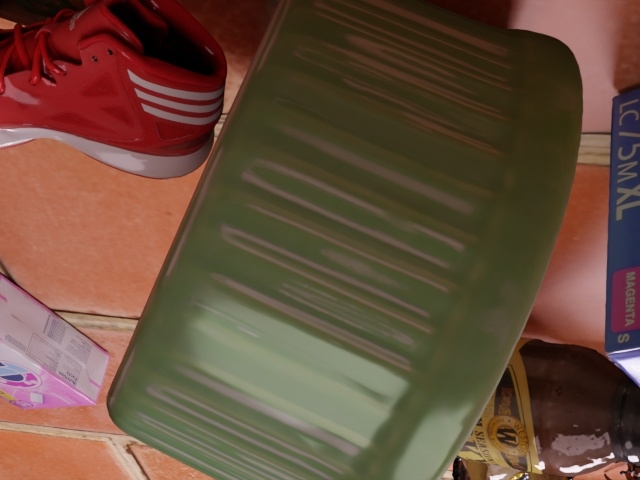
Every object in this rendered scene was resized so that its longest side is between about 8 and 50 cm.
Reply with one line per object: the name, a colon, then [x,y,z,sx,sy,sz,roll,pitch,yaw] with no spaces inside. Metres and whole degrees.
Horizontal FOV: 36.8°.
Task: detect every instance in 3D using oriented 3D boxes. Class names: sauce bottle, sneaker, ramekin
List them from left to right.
sneaker: [-0.155,-0.106,0.514,0.221,0.087,0.128,6,153,-17]
ramekin: [0.000,0.000,0.533,0.148,0.304,0.303,24,146,-7]
sauce bottle: [0.163,0.132,0.791,0.344,0.111,0.111,-1,148,40]

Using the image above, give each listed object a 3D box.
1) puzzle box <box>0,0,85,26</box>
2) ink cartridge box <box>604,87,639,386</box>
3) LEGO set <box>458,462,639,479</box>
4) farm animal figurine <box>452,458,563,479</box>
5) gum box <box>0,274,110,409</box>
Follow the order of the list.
puzzle box: [-0.175,-0.227,0.378,0.272,0.052,0.409,17,158,-10]
ink cartridge box: [0.251,0.031,0.603,0.065,0.186,0.311,-14,141,36]
LEGO set: [0.298,0.349,1.075,0.331,0.192,0.255,23,145,-20]
farm animal figurine: [0.317,0.189,0.868,0.330,0.172,0.327,23,134,-6]
gum box: [-0.318,0.114,1.004,0.107,0.062,0.188,-9,143,28]
